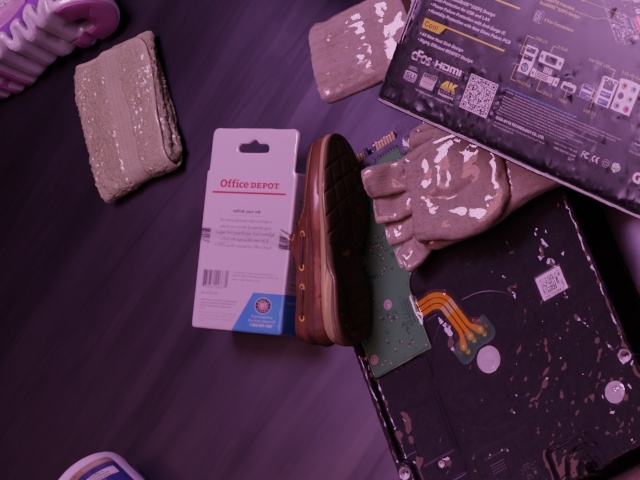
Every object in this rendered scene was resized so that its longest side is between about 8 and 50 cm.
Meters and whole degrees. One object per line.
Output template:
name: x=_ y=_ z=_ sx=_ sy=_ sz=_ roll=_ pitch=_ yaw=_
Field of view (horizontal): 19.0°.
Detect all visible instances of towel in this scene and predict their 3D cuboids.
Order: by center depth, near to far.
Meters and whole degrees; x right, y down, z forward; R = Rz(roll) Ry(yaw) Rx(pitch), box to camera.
towel: x=-0.188 y=-0.119 z=1.842 sx=0.110 sy=0.027 sz=0.148 roll=-26 pitch=68 yaw=32

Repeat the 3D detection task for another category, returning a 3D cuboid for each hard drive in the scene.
hard drive: x=0.134 y=0.053 z=1.557 sx=0.237 sy=0.064 sz=0.339 roll=-33 pitch=66 yaw=28

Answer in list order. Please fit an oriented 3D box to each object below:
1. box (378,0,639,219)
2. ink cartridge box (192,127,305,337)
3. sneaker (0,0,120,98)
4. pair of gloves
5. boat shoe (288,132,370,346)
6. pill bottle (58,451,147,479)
box: x=0.217 y=-0.163 z=1.383 sx=0.322 sy=0.079 sz=0.257 roll=27 pitch=100 yaw=37
ink cartridge box: x=-0.049 y=-0.006 z=1.702 sx=0.104 sy=0.060 sz=0.180 roll=4 pitch=86 yaw=37
sneaker: x=-0.304 y=-0.221 z=1.910 sx=0.236 sy=0.095 sz=0.105 roll=-24 pitch=63 yaw=26
pair of gloves: x=0.104 y=-0.116 z=1.541 sx=0.204 sy=0.042 sz=0.240 roll=-30 pitch=68 yaw=26
boat shoe: x=0.000 y=0.000 z=1.585 sx=0.060 sy=0.064 sz=0.178 roll=-6 pitch=82 yaw=34
pill bottle: x=-0.164 y=0.274 z=1.723 sx=0.169 sy=0.094 sz=0.094 roll=38 pitch=106 yaw=34
